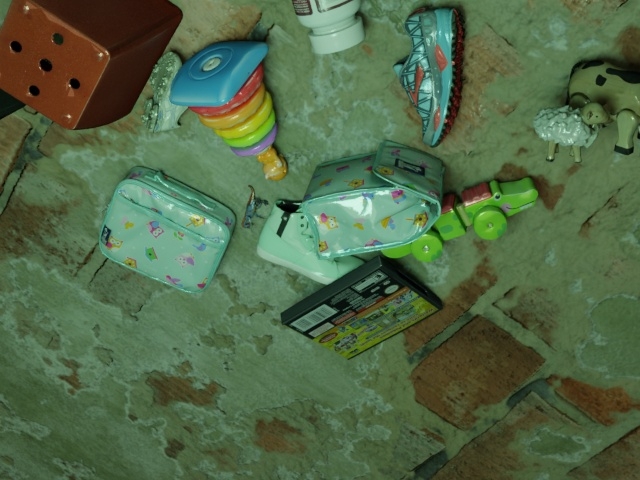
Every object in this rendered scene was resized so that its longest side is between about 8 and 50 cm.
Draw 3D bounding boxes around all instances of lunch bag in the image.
[{"bbox_3d":[0.112,-0.086,1.451,0.262,0.223,0.160,-13,113,15],"label":"lunch bag"},{"bbox_3d":[-0.337,-0.025,1.627,0.279,0.108,0.224,25,122,-6],"label":"lunch bag"}]

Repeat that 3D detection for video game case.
[{"bbox_3d":[0.093,0.157,1.656,0.274,0.035,0.248,-32,136,24],"label":"video game case"}]

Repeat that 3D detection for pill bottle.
[{"bbox_3d":[0.003,-0.450,1.308,0.121,0.121,0.221,-11,119,15],"label":"pill bottle"}]

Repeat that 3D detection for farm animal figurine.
[{"bbox_3d":[0.576,-0.249,1.291,0.326,0.330,0.172,16,130,33],"label":"farm animal figurine"}]

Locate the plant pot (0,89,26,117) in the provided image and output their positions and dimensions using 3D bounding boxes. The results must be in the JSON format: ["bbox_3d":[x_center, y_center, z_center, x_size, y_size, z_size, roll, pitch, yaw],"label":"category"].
[{"bbox_3d":[-0.752,-0.288,1.499,0.188,0.167,0.188,-21,115,21],"label":"plant pot"}]

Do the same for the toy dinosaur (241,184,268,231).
[{"bbox_3d":[-0.150,-0.063,1.628,0.082,0.047,0.090,-34,78,34],"label":"toy dinosaur"}]

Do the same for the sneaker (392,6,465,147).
[{"bbox_3d":[0.199,-0.305,1.397,0.125,0.104,0.262,12,119,22],"label":"sneaker"}]

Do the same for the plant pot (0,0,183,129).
[{"bbox_3d":[-0.455,-0.358,1.369,0.267,0.236,0.267,33,120,-11],"label":"plant pot"}]

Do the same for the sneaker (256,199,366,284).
[{"bbox_3d":[-0.001,0.000,1.598,0.255,0.094,0.151,17,120,-3],"label":"sneaker"}]

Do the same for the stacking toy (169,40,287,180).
[{"bbox_3d":[-0.142,-0.230,1.465,0.165,0.175,0.302,9,146,37],"label":"stacking toy"}]

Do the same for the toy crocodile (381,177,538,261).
[{"bbox_3d":[0.271,-0.049,1.513,0.340,0.115,0.105,-22,115,21],"label":"toy crocodile"}]

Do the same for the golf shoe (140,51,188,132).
[{"bbox_3d":[-0.296,-0.295,1.489,0.086,0.069,0.176,-4,137,-37],"label":"golf shoe"}]
